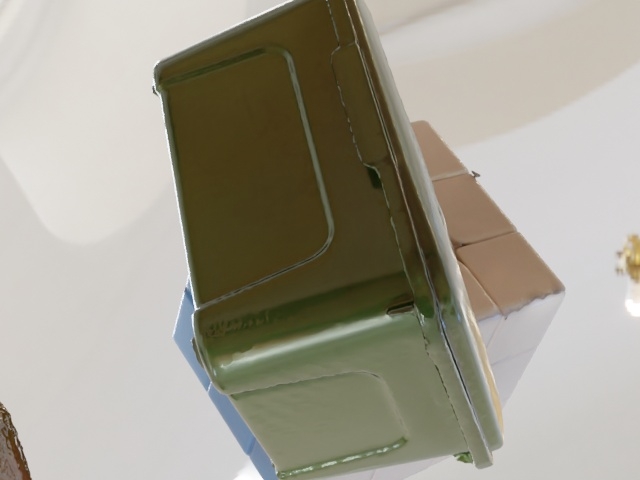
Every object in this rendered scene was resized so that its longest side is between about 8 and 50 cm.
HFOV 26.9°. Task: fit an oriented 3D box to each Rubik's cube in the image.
[{"bbox_3d":[0.042,0.083,1.483,0.291,0.290,0.291,-16,-127,-31],"label":"Rubik's cube"}]

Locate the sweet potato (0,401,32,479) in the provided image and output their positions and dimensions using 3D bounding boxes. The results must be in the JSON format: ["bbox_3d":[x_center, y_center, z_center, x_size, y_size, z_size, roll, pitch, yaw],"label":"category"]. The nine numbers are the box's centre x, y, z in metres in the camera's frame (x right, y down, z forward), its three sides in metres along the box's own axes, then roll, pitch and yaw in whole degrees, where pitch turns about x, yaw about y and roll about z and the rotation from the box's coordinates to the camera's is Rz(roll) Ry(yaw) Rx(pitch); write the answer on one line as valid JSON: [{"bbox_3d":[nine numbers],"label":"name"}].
[{"bbox_3d":[-0.193,0.077,0.642,0.068,0.226,0.068,-31,-166,9],"label":"sweet potato"}]

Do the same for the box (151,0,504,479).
[{"bbox_3d":[0.000,0.000,0.948,0.178,0.252,0.328,-18,-128,3],"label":"box"}]
